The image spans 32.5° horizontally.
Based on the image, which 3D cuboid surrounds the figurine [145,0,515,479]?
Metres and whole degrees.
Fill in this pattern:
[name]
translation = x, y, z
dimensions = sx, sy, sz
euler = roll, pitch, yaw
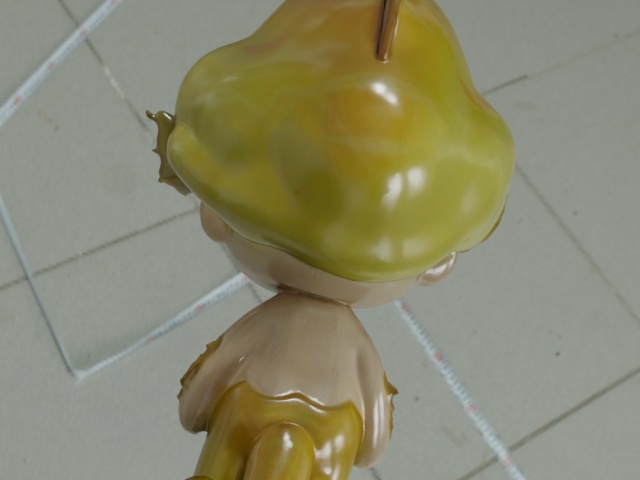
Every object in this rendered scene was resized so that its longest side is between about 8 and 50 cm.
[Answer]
[figurine]
translation = 0.000, 0.000, 0.444
dimensions = 0.156, 0.131, 0.246
euler = 10, 89, -8
